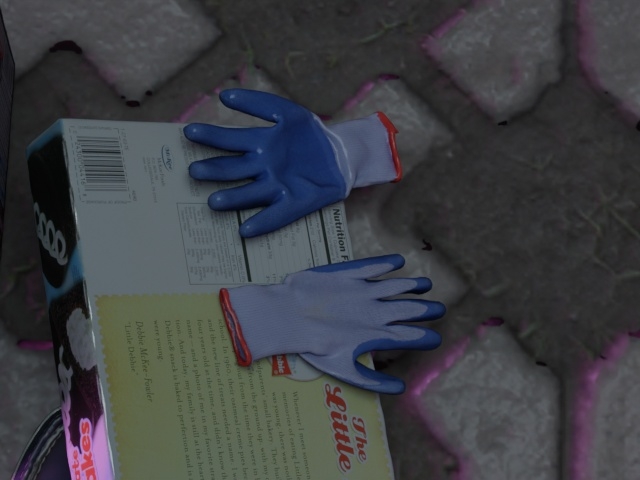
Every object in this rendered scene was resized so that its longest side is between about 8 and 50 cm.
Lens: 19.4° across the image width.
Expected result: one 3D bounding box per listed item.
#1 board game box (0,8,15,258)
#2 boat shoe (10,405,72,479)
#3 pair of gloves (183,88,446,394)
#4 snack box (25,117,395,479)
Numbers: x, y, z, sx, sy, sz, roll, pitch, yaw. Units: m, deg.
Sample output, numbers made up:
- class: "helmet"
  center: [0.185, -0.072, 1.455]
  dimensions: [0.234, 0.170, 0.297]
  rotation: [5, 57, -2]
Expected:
- class: "board game box"
  center: [-0.262, -0.015, 1.059]
  dimensions: [0.141, 0.232, 0.291]
  rotation: [2, 72, -3]
- class: "boat shoe"
  center: [-0.156, 0.212, 1.074]
  dimensions: [0.095, 0.079, 0.254]
  rotation: [14, 72, 0]
- class: "pair of gloves"
  center: [0.000, 0.000, 1.115]
  dimensions: [0.159, 0.023, 0.198]
  rotation: [-6, 73, -35]
- class: "snack box"
  center: [-0.057, 0.088, 1.094]
  dimensions: [0.187, 0.060, 0.322]
  rotation: [1, 70, -32]
